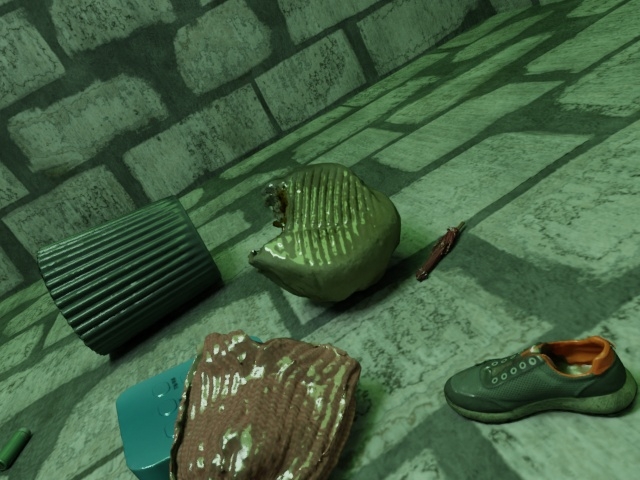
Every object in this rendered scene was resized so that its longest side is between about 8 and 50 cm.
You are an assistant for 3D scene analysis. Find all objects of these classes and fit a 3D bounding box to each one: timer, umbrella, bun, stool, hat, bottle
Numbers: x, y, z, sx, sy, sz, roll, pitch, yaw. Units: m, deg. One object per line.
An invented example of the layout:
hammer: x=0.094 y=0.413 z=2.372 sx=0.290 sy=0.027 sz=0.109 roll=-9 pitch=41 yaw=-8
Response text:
timer: x=-0.172 y=0.246 z=0.736 sx=0.250 sy=0.091 sz=0.232 roll=-33 pitch=23 yaw=-19
umbrella: x=0.215 y=0.015 z=0.850 sx=0.027 sy=0.025 sz=0.165 roll=18 pitch=51 yaw=37
bun: x=0.015 y=-0.003 z=0.885 sx=0.282 sy=0.204 sz=0.281 roll=-2 pitch=58 yaw=3
stool: x=-0.445 y=0.068 z=1.160 sx=0.330 sy=0.297 sz=0.297 roll=-30 pitch=23 yaw=-13
hat: x=-0.084 y=0.249 z=0.574 sx=0.237 sy=0.107 sz=0.286 roll=1 pitch=49 yaw=18
bottle: x=-0.617 y=0.416 z=0.951 sx=0.030 sy=0.030 sz=0.083 roll=-23 pitch=23 yaw=14

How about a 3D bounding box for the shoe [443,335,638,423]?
shoe: x=0.224 y=0.143 z=0.513 sx=0.195 sy=0.077 sz=0.074 roll=-14 pitch=28 yaw=30
